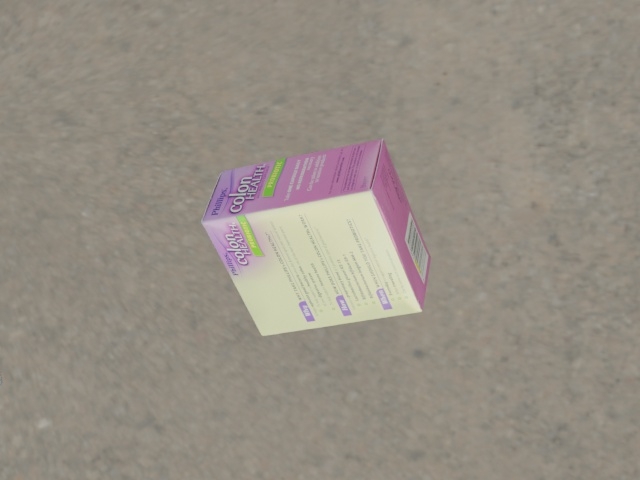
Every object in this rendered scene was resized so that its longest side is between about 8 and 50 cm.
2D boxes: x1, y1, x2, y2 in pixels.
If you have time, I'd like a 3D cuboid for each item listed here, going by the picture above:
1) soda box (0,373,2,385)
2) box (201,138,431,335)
[{"bbox_3d":[-0.527,0.185,1.599,0.183,0.063,0.058,-1,115,1],"label":"soda box"},{"bbox_3d":[0.000,0.000,1.610,0.242,0.117,0.214,-11,127,21],"label":"box"}]
